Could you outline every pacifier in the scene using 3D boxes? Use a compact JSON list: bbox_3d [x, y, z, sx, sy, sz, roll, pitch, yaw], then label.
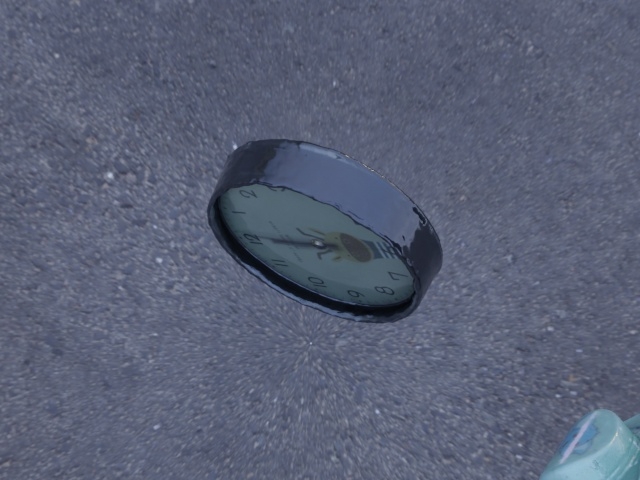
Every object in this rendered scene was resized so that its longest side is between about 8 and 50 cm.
[{"bbox_3d":[0.213,0.190,0.581,0.116,0.127,0.150,50,41,4],"label":"pacifier"}]

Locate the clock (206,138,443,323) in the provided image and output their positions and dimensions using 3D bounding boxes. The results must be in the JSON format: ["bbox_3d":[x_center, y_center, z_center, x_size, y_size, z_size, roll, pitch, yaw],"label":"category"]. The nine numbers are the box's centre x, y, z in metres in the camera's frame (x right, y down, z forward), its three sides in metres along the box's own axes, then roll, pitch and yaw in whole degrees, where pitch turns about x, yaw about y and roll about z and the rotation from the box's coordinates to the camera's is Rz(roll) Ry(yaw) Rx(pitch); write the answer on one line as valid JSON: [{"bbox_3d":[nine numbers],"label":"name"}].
[{"bbox_3d":[0.000,0.000,0.610,0.185,0.184,0.040,26,62,3],"label":"clock"}]
